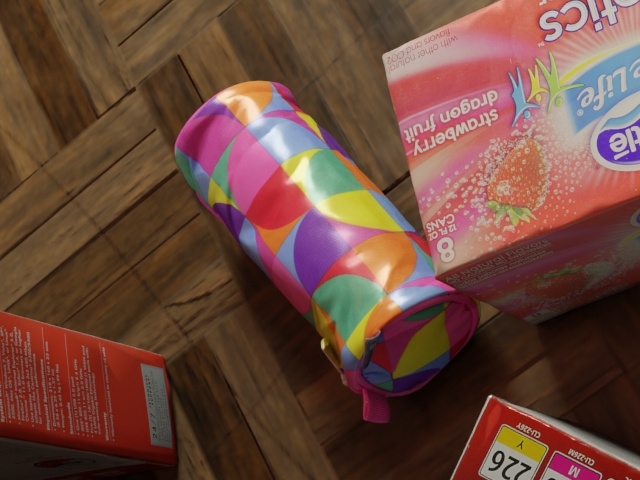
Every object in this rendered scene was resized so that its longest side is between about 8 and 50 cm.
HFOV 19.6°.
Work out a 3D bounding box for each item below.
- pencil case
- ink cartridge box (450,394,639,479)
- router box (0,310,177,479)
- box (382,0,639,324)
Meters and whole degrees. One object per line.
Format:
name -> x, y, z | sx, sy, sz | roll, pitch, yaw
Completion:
pencil case -> 0.000, 0.000, 1.193 | 0.104, 0.104, 0.236 | -46, 57, 13
ink cartridge box -> 0.183, 0.273, 0.986 | 0.309, 0.130, 0.271 | 25, 92, 34
router box -> -0.313, 0.125, 1.208 | 0.335, 0.301, 0.082 | -14, 74, 23
box -> 0.206, -0.078, 1.059 | 0.300, 0.142, 0.154 | -22, 67, 25
